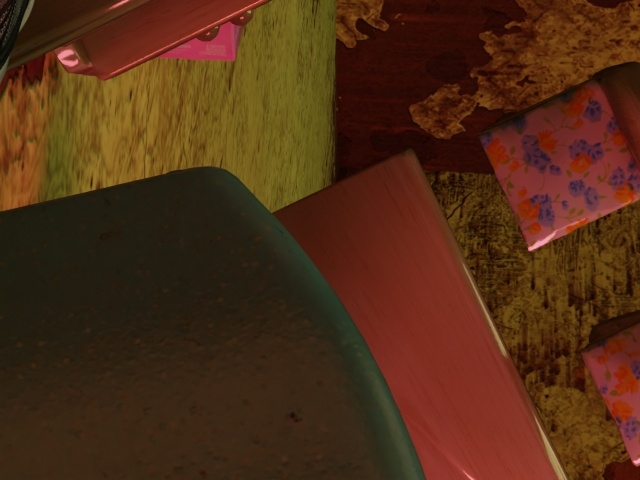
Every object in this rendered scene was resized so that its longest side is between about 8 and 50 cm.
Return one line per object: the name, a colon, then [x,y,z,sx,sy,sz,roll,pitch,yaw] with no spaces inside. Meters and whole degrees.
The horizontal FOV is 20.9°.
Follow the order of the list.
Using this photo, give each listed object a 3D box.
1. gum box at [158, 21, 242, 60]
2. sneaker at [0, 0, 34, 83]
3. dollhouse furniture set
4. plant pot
gum box: [-0.086,-0.239,1.346,0.188,0.062,0.107,-83,174,-47]
sneaker: [-0.102,-0.104,0.501,0.101,0.153,0.268,51,16,-8]
dollhouse furniture set: [0.000,0.000,0.858,0.256,0.362,0.394,-52,117,-85]
plant pot: [-0.073,0.119,0.662,0.247,0.248,0.252,79,-2,-71]
